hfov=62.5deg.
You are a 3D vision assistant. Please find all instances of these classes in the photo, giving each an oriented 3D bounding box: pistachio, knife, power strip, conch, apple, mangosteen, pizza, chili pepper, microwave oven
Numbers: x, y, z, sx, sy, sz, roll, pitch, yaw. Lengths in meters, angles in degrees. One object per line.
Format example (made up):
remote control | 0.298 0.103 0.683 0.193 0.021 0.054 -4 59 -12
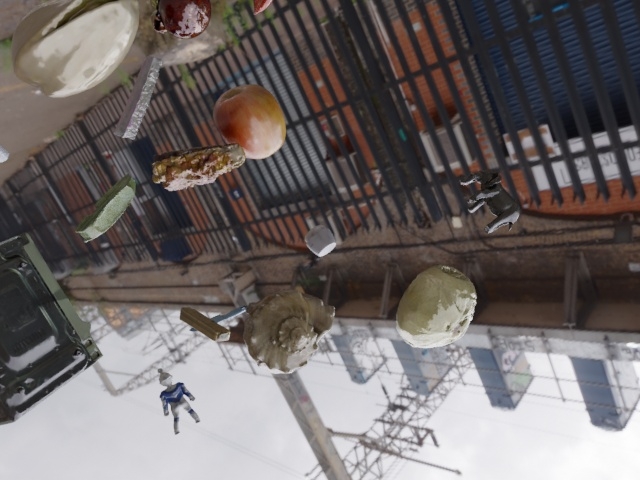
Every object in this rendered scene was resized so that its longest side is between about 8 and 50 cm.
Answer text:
pistachio | -0.573 -0.478 1.243 0.332 0.208 0.226 -37 -179 -8
knife | -0.431 0.334 2.277 0.044 0.019 0.313 38 -143 27
power strip | -0.414 0.294 1.854 0.064 0.044 0.305 4 -171 -43
conch | -0.100 0.222 1.442 0.263 0.186 0.324 -28 -157 -24
apple | -0.245 -0.404 1.823 0.242 0.241 0.242 -19 -148 13
mangosteen | -0.385 -0.629 1.406 0.156 0.181 0.146 -55 -179 -22
pizza | -0.412 -0.236 1.720 0.408 0.114 0.277 -14 -178 32
chili pepper | -0.130 -0.679 1.373 0.191 0.059 0.050 -62 -162 15
microwave oven | -0.722 0.203 1.201 0.218 0.355 0.286 -20 -168 32

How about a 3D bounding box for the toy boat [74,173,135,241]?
toy boat | -0.728 -0.118 1.830 0.055 0.093 0.293 7 -128 29

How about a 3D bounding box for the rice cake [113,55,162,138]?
rice cake | -0.507 -0.400 1.471 0.055 0.049 0.270 7 -108 29

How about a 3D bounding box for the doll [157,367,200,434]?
doll | -0.494 0.535 1.798 0.114 0.227 0.057 -24 -177 -21

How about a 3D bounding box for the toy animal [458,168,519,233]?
toy animal | 0.569 -0.141 1.784 0.146 0.245 0.114 -36 -177 -1

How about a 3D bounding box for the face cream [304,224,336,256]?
face cream | 0.000 0.000 2.210 0.117 0.104 0.117 -34 163 -12

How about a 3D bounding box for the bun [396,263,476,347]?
bun | 0.466 0.274 2.027 0.364 0.364 0.202 -31 -137 -23

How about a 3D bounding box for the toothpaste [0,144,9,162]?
toothpaste | -0.891 -0.265 1.365 0.067 0.043 0.194 -36 159 -6
